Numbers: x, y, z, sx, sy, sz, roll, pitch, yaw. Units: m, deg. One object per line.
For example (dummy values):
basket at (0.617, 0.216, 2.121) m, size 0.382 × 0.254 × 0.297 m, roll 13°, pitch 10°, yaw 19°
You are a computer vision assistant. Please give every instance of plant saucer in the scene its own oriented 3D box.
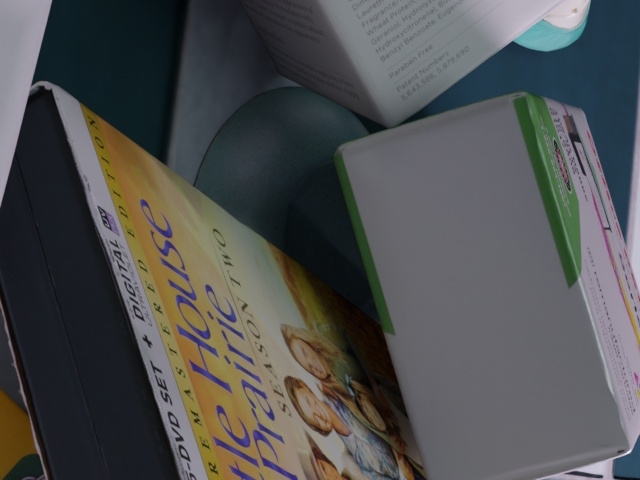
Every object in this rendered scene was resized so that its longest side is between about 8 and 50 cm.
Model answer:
plant saucer at (0.000, 0.000, 1.055) m, size 0.195 × 0.037 × 0.195 m, roll 0°, pitch 90°, yaw -48°

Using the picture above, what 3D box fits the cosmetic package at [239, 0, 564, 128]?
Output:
cosmetic package at (0.024, -0.192, 0.965) m, size 0.151 × 0.151 × 0.184 m, roll -37°, pitch 121°, yaw -12°

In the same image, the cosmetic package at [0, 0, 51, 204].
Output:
cosmetic package at (-0.304, -0.085, 0.491) m, size 0.327 × 0.329 × 0.394 m, roll 28°, pitch 66°, yaw -44°

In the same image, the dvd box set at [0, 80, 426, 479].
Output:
dvd box set at (0.003, 0.131, 0.854) m, size 0.420 × 0.062 × 0.308 m, roll 38°, pitch 23°, yaw -51°

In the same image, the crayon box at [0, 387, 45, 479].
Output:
crayon box at (-0.154, 0.182, 0.768) m, size 0.278 × 0.081 × 0.165 m, roll 47°, pitch 65°, yaw -12°

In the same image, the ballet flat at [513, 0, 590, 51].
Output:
ballet flat at (0.140, -0.189, 1.172) m, size 0.247 × 0.087 × 0.083 m, roll 17°, pitch 77°, yaw -47°

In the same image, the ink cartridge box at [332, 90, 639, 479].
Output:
ink cartridge box at (0.118, 0.024, 1.018) m, size 0.278 × 0.117 × 0.201 m, roll -11°, pitch 84°, yaw -75°
